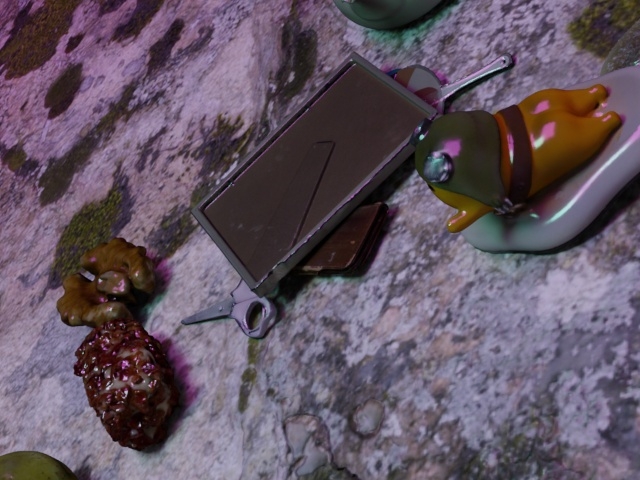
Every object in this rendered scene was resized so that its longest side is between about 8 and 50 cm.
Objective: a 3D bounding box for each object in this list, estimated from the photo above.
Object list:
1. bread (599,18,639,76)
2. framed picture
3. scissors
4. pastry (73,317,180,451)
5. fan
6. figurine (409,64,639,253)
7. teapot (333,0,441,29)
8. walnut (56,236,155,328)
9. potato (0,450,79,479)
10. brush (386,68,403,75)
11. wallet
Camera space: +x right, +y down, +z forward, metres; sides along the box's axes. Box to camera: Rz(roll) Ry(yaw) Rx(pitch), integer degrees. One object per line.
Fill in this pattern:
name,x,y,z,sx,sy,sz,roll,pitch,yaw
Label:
bread,0.330,-0.192,1.018,0.193,0.036,0.112,-41,33,13
framed picture,-0.012,-0.086,1.260,0.289,0.020,0.211,-44,38,0
scissors,-0.111,0.079,1.270,0.189,0.015,0.100,-19,59,45
pastry,-0.234,0.163,1.273,0.115,0.097,0.208,-39,32,-2
fan,0.122,-0.160,1.238,0.227,0.008,0.152,-26,48,25
figurine,0.182,-0.097,0.971,0.250,0.141,0.166,-41,37,27
teapot,0.133,-0.410,1.362,0.318,0.149,0.220,-42,35,13
walnut,-0.286,0.067,1.449,0.170,0.069,0.143,18,70,53
potato,-0.376,0.345,1.215,0.248,0.143,0.169,-42,72,4
brush,0.031,-0.149,1.334,0.193,0.032,0.043,-34,43,1
wallet,0.000,0.000,1.220,0.176,0.026,0.095,-2,52,50
